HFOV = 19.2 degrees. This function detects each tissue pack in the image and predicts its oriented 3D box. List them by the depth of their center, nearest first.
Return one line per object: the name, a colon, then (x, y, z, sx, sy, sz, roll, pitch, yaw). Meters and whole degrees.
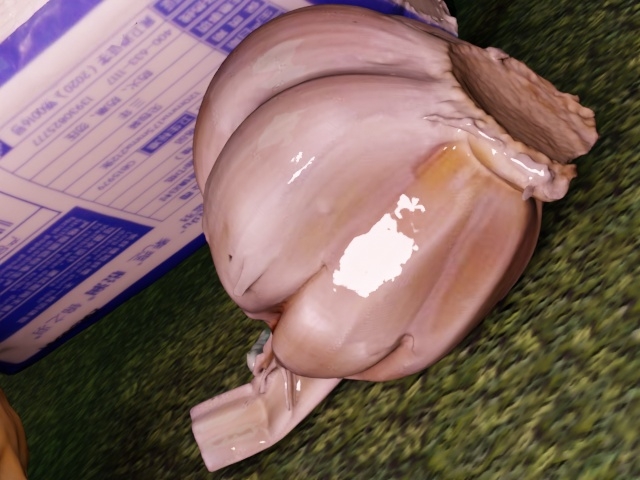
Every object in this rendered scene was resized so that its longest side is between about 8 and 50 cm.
tissue pack: (-0.105, -0.069, 0.766, 0.269, 0.137, 0.209, -37, -21, 20)

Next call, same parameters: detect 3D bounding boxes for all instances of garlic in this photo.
garlic: (0.000, 0.000, 0.675, 0.194, 0.127, 0.131, -53, 11, 34)

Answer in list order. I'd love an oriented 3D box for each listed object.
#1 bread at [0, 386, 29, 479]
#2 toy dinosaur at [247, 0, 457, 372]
bread: (-0.183, 0.144, 0.671, 0.244, 0.134, 0.244, -52, 2, 3)
toy dinosaur: (0.001, -0.045, 0.905, 0.129, 0.076, 0.383, -31, 30, 41)
